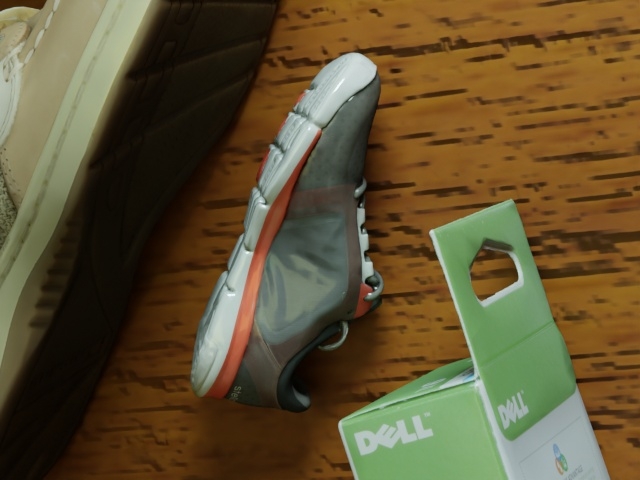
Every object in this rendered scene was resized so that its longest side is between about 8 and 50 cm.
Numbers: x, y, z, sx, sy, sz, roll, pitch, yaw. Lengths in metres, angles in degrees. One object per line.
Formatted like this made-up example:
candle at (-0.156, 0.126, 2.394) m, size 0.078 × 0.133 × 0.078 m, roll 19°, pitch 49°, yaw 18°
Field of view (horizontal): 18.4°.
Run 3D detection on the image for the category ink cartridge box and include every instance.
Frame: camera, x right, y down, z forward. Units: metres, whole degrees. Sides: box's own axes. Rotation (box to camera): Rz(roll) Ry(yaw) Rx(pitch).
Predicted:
ink cartridge box at (0.066, 0.097, 0.756) m, size 0.062 × 0.109 × 0.209 m, roll -19°, pitch 90°, yaw 24°

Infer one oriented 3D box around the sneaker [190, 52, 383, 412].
sneaker at (0.000, 0.000, 0.811) m, size 0.065 × 0.061 × 0.158 m, roll 21°, pitch 108°, yaw -8°

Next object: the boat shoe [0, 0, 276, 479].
boat shoe at (-0.118, -0.041, 0.812) m, size 0.110 × 0.121 × 0.341 m, roll 33°, pitch 110°, yaw 16°
